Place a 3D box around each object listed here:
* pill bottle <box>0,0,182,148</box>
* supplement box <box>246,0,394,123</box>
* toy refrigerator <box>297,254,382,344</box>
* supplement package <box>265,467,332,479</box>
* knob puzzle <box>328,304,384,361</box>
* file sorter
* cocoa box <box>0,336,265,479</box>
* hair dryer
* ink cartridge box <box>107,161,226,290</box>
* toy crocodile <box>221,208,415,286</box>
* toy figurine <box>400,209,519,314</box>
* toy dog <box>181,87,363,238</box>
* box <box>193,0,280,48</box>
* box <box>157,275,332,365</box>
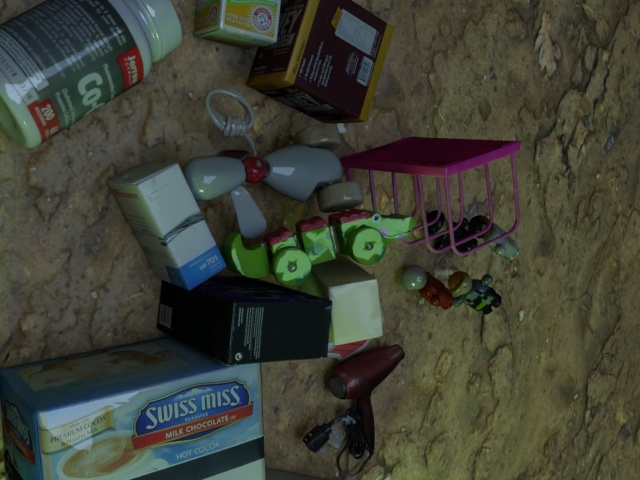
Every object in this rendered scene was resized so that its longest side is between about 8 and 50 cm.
[{"bbox_3d":[-0.351,-0.272,1.007,0.283,0.161,0.161,-41,117,-25],"label":"pill bottle"},{"bbox_3d":[0.000,-0.337,1.274,0.194,0.129,0.191,20,85,-36],"label":"supplement box"},{"bbox_3d":[0.029,0.093,1.255,0.094,0.269,0.102,-9,101,-12],"label":"toy refrigerator"},{"bbox_3d":[-0.023,0.547,1.324,0.262,0.204,0.145,26,82,-35],"label":"supplement package"},{"bbox_3d":[0.064,0.160,1.446,0.213,0.030,0.213,-5,98,-36],"label":"knob puzzle"},{"bbox_3d":[0.217,-0.091,1.368,0.202,0.291,0.182,-20,110,-33],"label":"file sorter"},{"bbox_3d":[-0.288,0.296,1.081,0.347,0.231,0.227,-7,100,-36],"label":"cocoa box"},{"bbox_3d":[0.082,0.339,1.474,0.293,0.080,0.223,-56,139,-10],"label":"hair dryer"},{"bbox_3d":[-0.249,-0.027,1.125,0.082,0.140,0.190,-32,114,-27],"label":"ink cartridge box"},{"bbox_3d":[0.000,0.000,1.196,0.341,0.115,0.105,-15,103,-14],"label":"toy crocodile"},{"bbox_3d":[0.296,0.043,1.491,0.148,0.210,0.213,33,76,-29],"label":"toy figurine"},{"bbox_3d":[-0.092,-0.111,1.231,0.334,0.161,0.220,14,64,-26],"label":"toy dog"},{"bbox_3d":[-0.136,-0.439,1.177,0.114,0.103,0.203,5,93,-36],"label":"box"},{"bbox_3d":[-0.132,0.125,1.155,0.184,0.261,0.103,5,93,-37],"label":"box"}]
